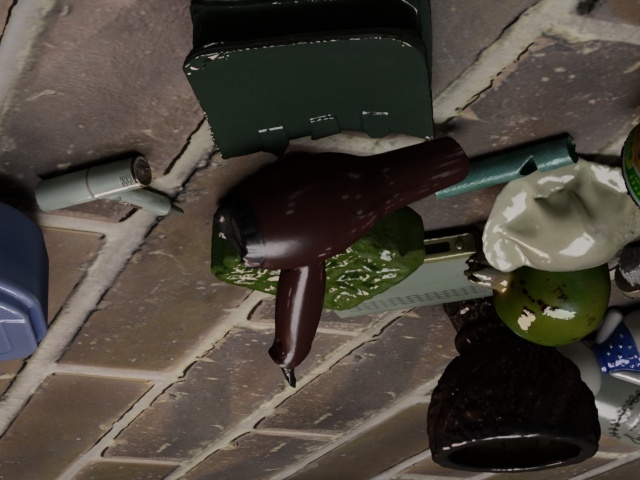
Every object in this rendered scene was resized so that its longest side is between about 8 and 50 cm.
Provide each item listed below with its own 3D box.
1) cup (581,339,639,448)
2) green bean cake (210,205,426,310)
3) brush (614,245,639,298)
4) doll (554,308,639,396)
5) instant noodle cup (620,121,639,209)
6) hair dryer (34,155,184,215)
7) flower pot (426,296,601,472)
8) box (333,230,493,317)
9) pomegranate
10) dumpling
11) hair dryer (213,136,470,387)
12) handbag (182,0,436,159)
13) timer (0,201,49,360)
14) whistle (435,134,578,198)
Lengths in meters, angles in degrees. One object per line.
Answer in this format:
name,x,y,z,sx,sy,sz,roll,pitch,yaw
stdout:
cup,0.561,0.238,2.389,0.234,0.186,0.258,18,122,-22
green bean cake,0.000,0.000,1.780,0.248,0.125,0.222,13,153,-32
brush,0.571,0.009,1.939,0.327,0.070,0.065,-15,144,26
doll,0.472,0.195,2.259,0.293,0.138,0.119,-26,-173,6
instant noodle cup,0.441,-0.114,1.487,0.207,0.207,0.233,3,166,-12
hair dryer,-0.252,-0.051,1.753,0.154,0.044,0.183,-10,159,25
flower pot,0.295,0.208,2.128,0.266,0.267,0.266,-1,159,-1
box,0.127,0.052,2.022,0.270,0.045,0.211,-10,156,18
pomegranate,0.299,0.058,1.889,0.209,0.180,0.180,8,156,-17
dumpling,0.325,-0.037,1.752,0.215,0.126,0.166,2,134,27
hair dryer,0.017,0.038,1.635,0.312,0.123,0.340,-16,133,-28
handbag,-0.004,-0.171,1.429,0.247,0.079,0.260,-3,158,5
timer,-0.539,0.027,1.738,0.395,0.173,0.395,0,158,0
whistle,0.227,-0.090,1.695,0.186,0.039,0.039,-14,155,27
